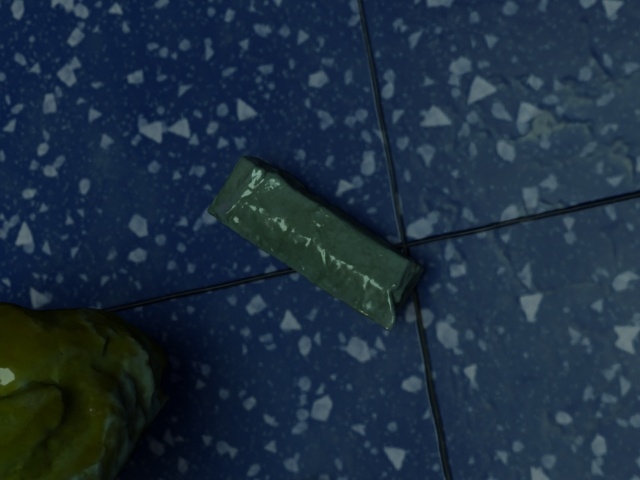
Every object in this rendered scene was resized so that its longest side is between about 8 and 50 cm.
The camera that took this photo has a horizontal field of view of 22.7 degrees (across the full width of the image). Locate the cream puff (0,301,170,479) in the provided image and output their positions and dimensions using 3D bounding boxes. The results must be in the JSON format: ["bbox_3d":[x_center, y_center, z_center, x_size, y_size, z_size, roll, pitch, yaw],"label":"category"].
[{"bbox_3d":[-0.320,0.188,1.345,0.275,0.378,0.378,35,103,-2],"label":"cream puff"}]

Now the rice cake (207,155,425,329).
[{"bbox_3d":[-0.001,0.000,1.367,0.206,0.063,0.069,31,95,20],"label":"rice cake"}]
